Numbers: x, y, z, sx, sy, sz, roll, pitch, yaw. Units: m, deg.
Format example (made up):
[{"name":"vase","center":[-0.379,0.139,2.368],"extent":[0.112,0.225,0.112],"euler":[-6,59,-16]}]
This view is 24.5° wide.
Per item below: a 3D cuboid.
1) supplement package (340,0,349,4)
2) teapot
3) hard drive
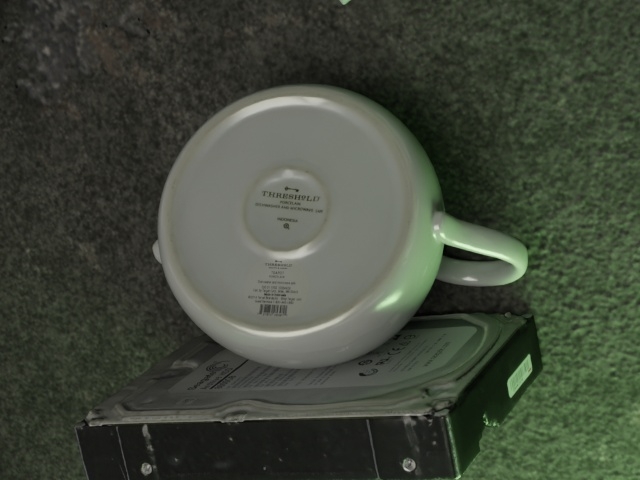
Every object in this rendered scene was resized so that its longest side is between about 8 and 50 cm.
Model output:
[{"name":"supplement package","center":[0.076,-0.328,1.025],"extent":[0.145,0.204,0.262],"euler":[47,149,5]},{"name":"teapot","center":[0.000,0.000,1.244],"extent":[0.252,0.187,0.256],"euler":[-40,68,1]},{"name":"hard drive","center":[-0.006,0.131,1.253],"extent":[0.339,0.237,0.064],"euler":[-6,104,27]}]
